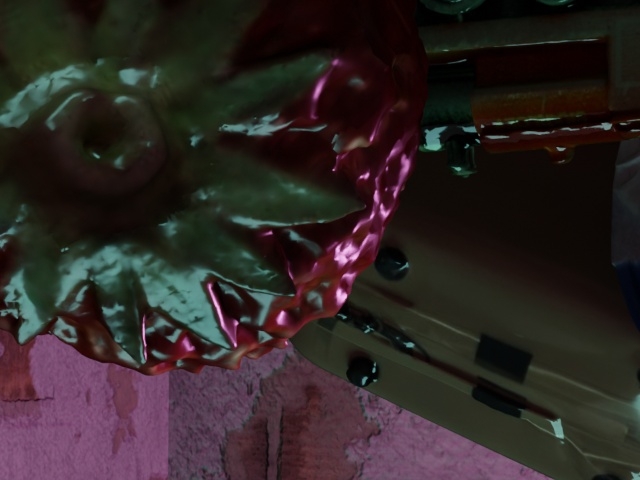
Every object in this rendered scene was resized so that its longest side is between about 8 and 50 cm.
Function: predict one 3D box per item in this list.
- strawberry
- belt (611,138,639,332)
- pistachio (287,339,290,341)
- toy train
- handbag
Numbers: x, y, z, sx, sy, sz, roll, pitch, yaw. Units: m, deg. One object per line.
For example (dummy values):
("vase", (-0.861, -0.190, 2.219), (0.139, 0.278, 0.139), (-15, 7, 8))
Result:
("strawberry", (-0.055, -0.062, 0.711), (0.205, 0.205, 0.244), (0, -163, 7))
("belt", (0.274, -0.029, 0.835), (0.117, 0.212, 0.347), (1, 172, -29))
("pistachio", (0.000, 0.000, 1.620), (0.293, 0.181, 0.162), (-1, 140, -35))
("toy train", (0.109, -0.078, 0.786), (0.176, 0.118, 0.074), (-4, 172, 24))
("handbag", (0.154, 0.006, 1.123), (0.302, 0.149, 0.283), (22, -139, 14))
